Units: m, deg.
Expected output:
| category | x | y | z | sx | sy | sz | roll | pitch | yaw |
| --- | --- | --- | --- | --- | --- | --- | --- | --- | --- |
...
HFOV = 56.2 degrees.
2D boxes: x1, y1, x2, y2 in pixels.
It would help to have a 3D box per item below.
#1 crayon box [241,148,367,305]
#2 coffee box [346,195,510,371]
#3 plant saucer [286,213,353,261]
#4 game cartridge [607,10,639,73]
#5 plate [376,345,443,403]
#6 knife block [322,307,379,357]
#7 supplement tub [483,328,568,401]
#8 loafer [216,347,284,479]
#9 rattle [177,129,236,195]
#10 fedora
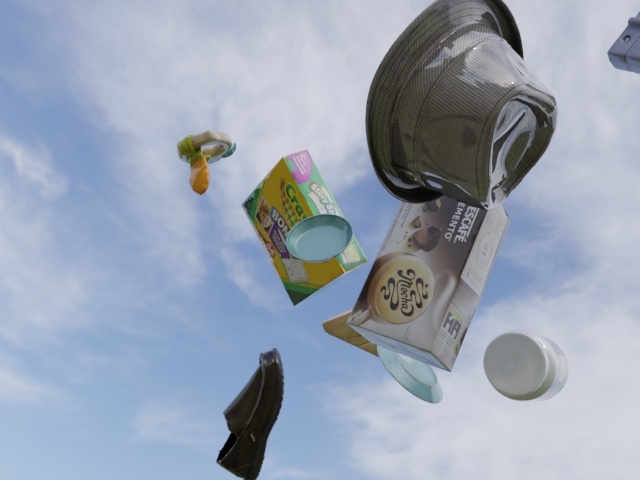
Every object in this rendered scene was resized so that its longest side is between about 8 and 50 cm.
| category | x | y | z | sx | sy | sz | roll | pitch | yaw |
| --- | --- | --- | --- | --- | --- | --- | --- | --- | --- |
| crayon box | -0.059 | -0.028 | 1.752 | 0.363 | 0.106 | 0.313 | 61 | -35 | 8 |
| coffee box | 0.194 | 0.053 | 1.048 | 0.168 | 0.297 | 0.119 | 15 | -18 | 37 |
| plant saucer | 0.000 | 0.000 | 1.045 | 0.119 | 0.119 | 0.021 | 0 | -47 | 16 |
| game cartridge | 0.632 | -0.388 | 0.883 | 0.068 | 0.230 | 0.355 | 35 | -86 | -36 |
| plate | 0.206 | 0.284 | 1.341 | 0.188 | 0.188 | 0.024 | 32 | -70 | -18 |
| knife block | 0.172 | 0.188 | 1.645 | 0.275 | 0.088 | 0.242 | 23 | -81 | 14 |
| supplement tub | 0.426 | 0.261 | 1.247 | 0.144 | 0.145 | 0.199 | -15 | -20 | 28 |
| loafer | -0.111 | 0.270 | 0.926 | 0.078 | 0.080 | 0.220 | 13 | -83 | -11 |
| rattle | -0.237 | -0.169 | 1.377 | 0.130 | 0.143 | 0.200 | -35 | -12 | 1 |
| fedora | 0.182 | -0.131 | 0.686 | 0.124 | 0.243 | 0.275 | 42 | -10 | 34 |
